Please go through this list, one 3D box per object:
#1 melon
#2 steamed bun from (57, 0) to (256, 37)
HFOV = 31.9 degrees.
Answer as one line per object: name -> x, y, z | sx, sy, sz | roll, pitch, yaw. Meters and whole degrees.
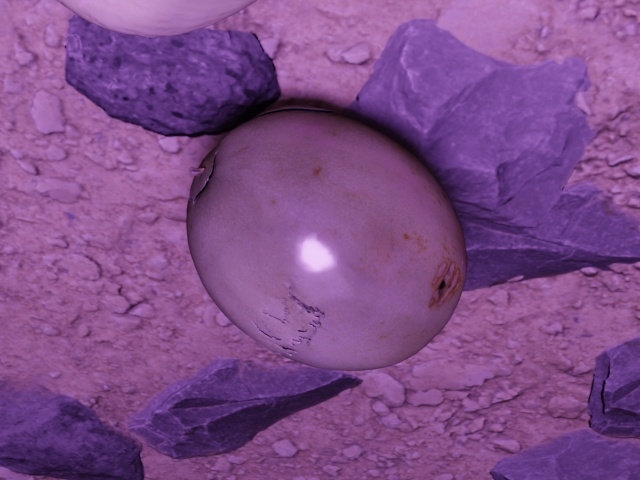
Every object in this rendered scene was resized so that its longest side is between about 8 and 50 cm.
melon -> 0.000, 0.000, 1.230 | 0.330, 0.268, 0.268 | 35, 131, -19
steamed bun -> -0.128, -0.336, 0.883 | 0.312, 0.233, 0.333 | -33, 87, 48
